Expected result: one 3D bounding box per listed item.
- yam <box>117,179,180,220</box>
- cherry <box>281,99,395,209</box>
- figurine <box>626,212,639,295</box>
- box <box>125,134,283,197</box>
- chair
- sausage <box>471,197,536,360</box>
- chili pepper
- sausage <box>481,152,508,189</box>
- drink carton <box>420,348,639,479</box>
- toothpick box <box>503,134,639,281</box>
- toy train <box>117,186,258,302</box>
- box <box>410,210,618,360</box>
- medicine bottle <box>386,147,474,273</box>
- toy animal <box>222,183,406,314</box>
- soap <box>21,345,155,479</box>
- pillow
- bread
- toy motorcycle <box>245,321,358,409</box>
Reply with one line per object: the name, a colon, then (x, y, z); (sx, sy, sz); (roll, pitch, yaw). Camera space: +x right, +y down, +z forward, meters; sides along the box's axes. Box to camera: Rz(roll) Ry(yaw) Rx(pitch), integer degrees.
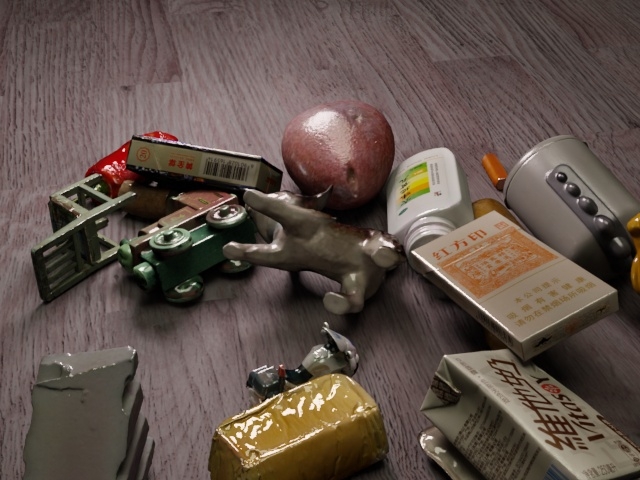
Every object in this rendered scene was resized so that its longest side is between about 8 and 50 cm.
yam: (-0.381, -0.088, 2.095); (0.127, 0.084, 0.084); (11, 37, 20)
cherry: (0.046, -0.194, 2.144); (0.261, 0.221, 0.307); (-13, 50, -6)
figurine: (0.785, 0.064, 1.747); (0.387, 0.268, 0.401); (-13, 52, -20)
box: (-0.256, -0.158, 2.104); (0.310, 0.084, 0.198); (11, -3, 13)
chair: (-0.516, -0.013, 1.937); (0.147, 0.136, 0.270); (25, 44, 32)
sausage: (0.374, 0.059, 1.880); (0.136, 0.123, 0.501); (-23, 32, 16)
chili pepper: (-0.454, -0.167, 2.190); (0.110, 0.110, 0.387); (15, 34, 19)
sausage: (0.425, -0.169, 2.266); (0.041, 0.039, 0.131); (-10, 35, -3)
drink carton: (0.340, 0.311, 1.472); (0.194, 0.132, 0.324); (1, 29, -39)
toothpick box: (0.542, -0.054, 1.928); (0.229, 0.229, 0.316); (-15, 50, -22)
toy train: (-0.278, 0.002, 1.932); (0.304, 0.150, 0.221); (-28, 35, -33)
box: (0.344, 0.070, 1.712); (0.204, 0.051, 0.365); (-26, 33, -14)
medicine bottle: (0.235, -0.062, 2.017); (0.179, 0.124, 0.324); (-25, 32, 20)
toy animal: (0.000, 0.000, 1.875); (0.344, 0.194, 0.302); (29, 17, 7)
soap: (-0.350, 0.336, 1.352); (0.158, 0.258, 0.302); (3, 36, 0)
pillow: (0.258, 0.368, 1.510); (0.130, 0.038, 0.233); (-17, 40, -26)
bread: (-0.036, 0.326, 1.493); (0.288, 0.119, 0.152); (-19, 37, -28)
toy motorcycle: (-0.023, 0.226, 1.608); (0.221, 0.150, 0.102); (-20, 47, -26)
